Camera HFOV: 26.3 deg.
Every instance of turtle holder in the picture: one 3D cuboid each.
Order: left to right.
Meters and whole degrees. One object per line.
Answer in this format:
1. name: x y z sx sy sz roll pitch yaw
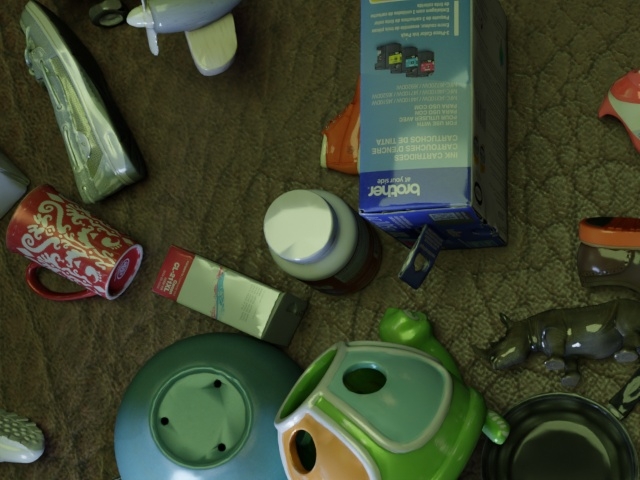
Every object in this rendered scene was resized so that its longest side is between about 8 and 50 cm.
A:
1. turtle holder: 0.088 0.220 1.704 0.227 0.243 0.320 40 71 -7

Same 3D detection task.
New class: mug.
1. mug: -0.350 0.017 1.982 0.169 0.150 0.113 28 52 15

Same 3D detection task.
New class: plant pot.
1. plant pot: -0.141 0.244 1.785 0.290 0.195 0.290 -1 73 4

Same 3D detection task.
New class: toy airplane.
1. toy airplane: -0.218 -0.463 1.932 0.386 0.272 0.384 27 87 19

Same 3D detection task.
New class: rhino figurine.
1. rhino figurine: 0.314 0.129 1.762 0.243 0.073 0.106 -7 46 19

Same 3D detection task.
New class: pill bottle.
1. pill bottle: 0.000 0.000 1.810 0.121 0.216 0.121 -3 78 15

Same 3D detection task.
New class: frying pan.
1. frying pan: 0.330 0.234 1.761 0.197 0.053 0.326 20 74 17

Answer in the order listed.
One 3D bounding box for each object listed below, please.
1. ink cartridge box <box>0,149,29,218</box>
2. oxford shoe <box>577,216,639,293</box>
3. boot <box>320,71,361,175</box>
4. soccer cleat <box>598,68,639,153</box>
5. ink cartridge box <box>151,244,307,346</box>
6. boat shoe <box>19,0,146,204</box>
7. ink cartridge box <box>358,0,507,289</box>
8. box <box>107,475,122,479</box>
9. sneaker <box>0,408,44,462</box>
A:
1. ink cartridge box: -0.607 -0.115 2.057 0.201 0.117 0.278 -47 72 3
2. oxford shoe: 0.464 0.033 1.753 0.271 0.097 0.098 8 106 17
3. boot: 0.042 -0.170 1.917 0.085 0.059 0.157 6 82 22
4. soccer cleat: 0.469 -0.119 1.784 0.248 0.083 0.095 49 124 14
5. ink cartridge box: -0.122 0.077 1.877 0.175 0.127 0.072 23 87 19
6. boat shoe: -0.368 -0.208 2.011 0.103 0.118 0.320 -31 81 7
7. ink cartridge box: 0.151 -0.141 1.767 0.151 0.270 0.395 -4 78 17
8. box: -0.220 0.403 1.886 0.191 0.045 0.184 -20 71 11
9. sneaker: -0.502 0.290 1.977 0.235 0.090 0.094 12 96 21
